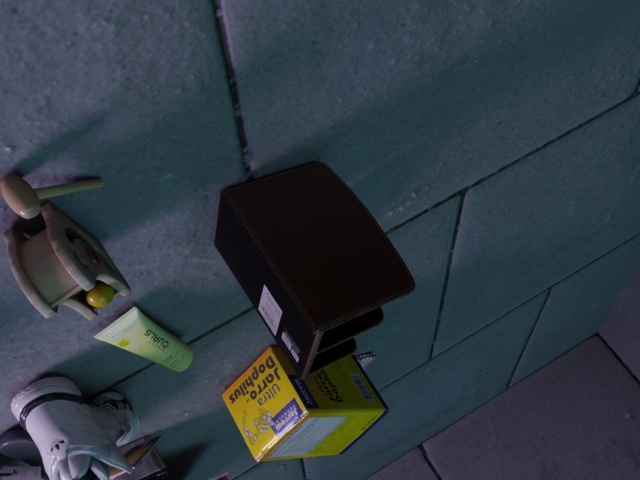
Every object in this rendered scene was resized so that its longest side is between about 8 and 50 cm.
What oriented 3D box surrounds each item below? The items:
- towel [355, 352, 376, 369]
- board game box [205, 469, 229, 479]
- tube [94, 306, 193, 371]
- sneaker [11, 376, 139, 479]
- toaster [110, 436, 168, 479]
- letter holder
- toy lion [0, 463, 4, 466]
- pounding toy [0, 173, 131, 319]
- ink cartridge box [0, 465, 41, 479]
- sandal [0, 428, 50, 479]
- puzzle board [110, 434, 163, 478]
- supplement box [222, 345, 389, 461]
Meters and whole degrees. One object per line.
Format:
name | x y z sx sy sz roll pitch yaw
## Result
towel | 0.055 0.381 2.338 0.197 0.029 0.144 -8 142 -42
board game box | -0.467 0.737 2.153 0.390 0.050 0.390 -14 160 -45
tube | -0.321 0.190 1.565 0.240 0.062 0.070 50 54 -58
sneaker | -0.432 0.397 1.597 0.137 0.210 0.366 -35 153 1
toaster | -0.451 0.562 1.956 0.168 0.110 0.186 -23 151 -25
letter holder | -0.010 0.037 1.400 0.214 0.302 0.152 -22 150 -26
toy lion | -0.662 0.492 1.693 0.100 0.034 0.096 -26 160 -17
pounding toy | -0.331 0.017 1.160 0.154 0.154 0.269 -35 154 -1
ink cartridge box | -0.618 0.492 1.620 0.135 0.056 0.099 6 107 -20
sandal | -0.545 0.422 1.678 0.097 0.054 0.254 -19 143 4
puzzle board | -0.371 0.430 1.639 0.128 0.011 0.096 -29 -170 37
supplement box | -0.031 0.402 2.069 0.194 0.195 0.356 -46 148 20
